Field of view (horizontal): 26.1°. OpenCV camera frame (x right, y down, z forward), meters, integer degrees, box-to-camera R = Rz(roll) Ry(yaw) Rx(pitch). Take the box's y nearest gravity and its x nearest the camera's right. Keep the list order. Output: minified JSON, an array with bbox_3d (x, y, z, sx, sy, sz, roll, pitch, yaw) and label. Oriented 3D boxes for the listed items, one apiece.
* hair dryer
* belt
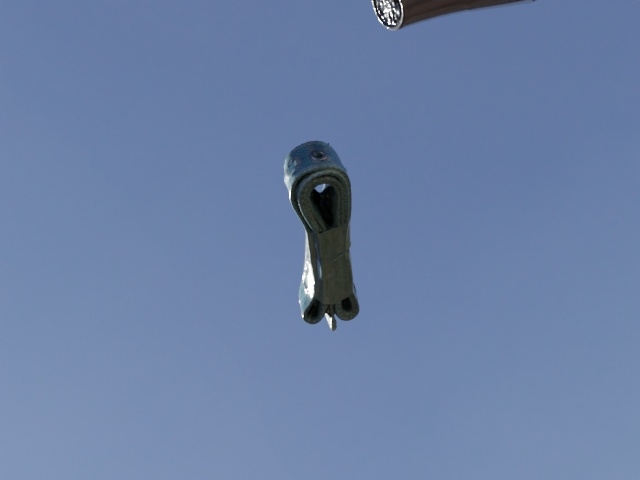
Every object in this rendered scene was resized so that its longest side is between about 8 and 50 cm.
[{"bbox_3d":[0.128,-0.414,1.727,0.301,0.361,0.121,-25,-30,-27],"label":"hair dryer"},{"bbox_3d":[0.000,0.000,1.858,0.087,0.072,0.302,-16,-47,-12],"label":"belt"}]
